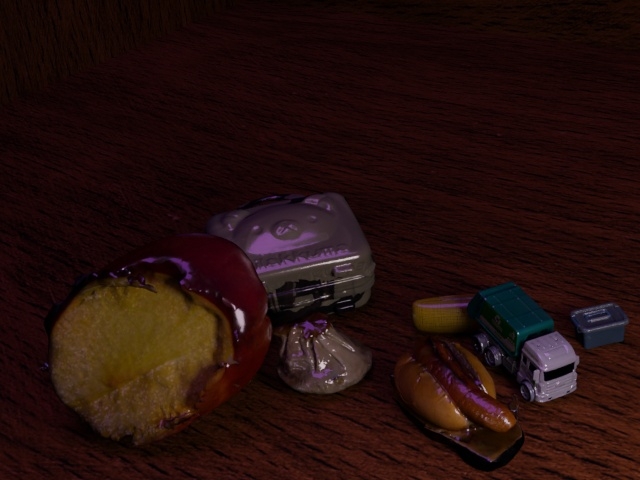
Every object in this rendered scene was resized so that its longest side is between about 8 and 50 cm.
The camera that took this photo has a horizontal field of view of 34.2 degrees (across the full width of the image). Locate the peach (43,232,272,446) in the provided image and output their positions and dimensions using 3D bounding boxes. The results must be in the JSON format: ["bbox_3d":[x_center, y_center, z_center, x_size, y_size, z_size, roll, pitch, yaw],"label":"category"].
[{"bbox_3d":[-0.300,0.180,1.925,0.417,0.339,0.353,-23,0,-18],"label":"peach"}]

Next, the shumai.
[{"bbox_3d":[0.001,0.197,1.989,0.201,0.120,0.201,0,28,0],"label":"shumai"}]

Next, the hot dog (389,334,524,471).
[{"bbox_3d":[0.243,0.257,1.846,0.194,0.107,0.326,-27,34,-30],"label":"hot dog"}]

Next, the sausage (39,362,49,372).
[{"bbox_3d":[-0.402,0.201,2.160,0.372,0.082,0.082,-20,31,-18],"label":"sausage"}]

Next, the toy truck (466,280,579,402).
[{"bbox_3d":[0.366,0.179,1.903,0.114,0.124,0.253,-17,36,-19],"label":"toy truck"}]

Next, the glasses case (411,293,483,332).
[{"bbox_3d":[0.297,0.145,2.058,0.234,0.079,0.064,-4,36,7],"label":"glasses case"}]

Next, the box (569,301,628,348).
[{"bbox_3d":[0.531,0.165,1.980,0.099,0.054,0.074,-12,31,-4],"label":"box"}]

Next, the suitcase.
[{"bbox_3d":[-0.082,0.016,2.233,0.352,0.194,0.339,-11,39,-10],"label":"suitcase"}]
